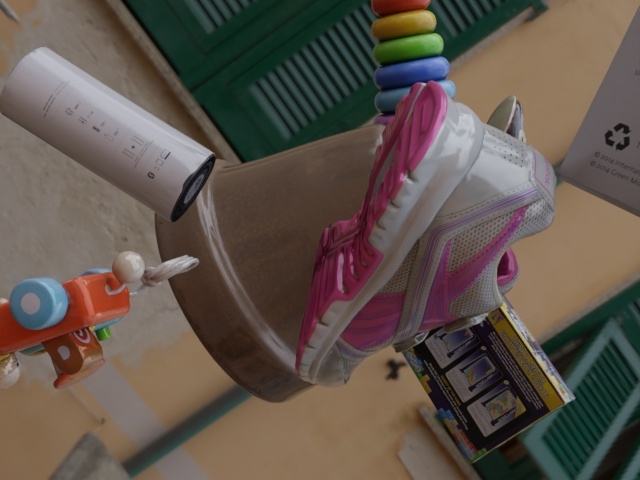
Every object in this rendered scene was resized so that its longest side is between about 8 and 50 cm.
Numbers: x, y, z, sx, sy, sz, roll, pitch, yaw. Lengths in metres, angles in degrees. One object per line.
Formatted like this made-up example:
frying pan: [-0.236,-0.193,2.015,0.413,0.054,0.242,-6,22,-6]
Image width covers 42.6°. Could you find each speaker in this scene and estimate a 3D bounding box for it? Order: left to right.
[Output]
speaker: [-0.141,-0.070,0.544,0.136,0.055,0.055,32,5,1]

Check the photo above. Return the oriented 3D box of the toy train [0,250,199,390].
toy train: [-0.113,0.043,0.376,0.166,0.125,0.046,-5,76,-81]

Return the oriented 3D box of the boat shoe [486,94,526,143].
boat shoe: [0.195,-0.092,0.859,0.043,0.137,0.049,26,-31,-15]

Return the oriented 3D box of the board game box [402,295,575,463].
board game box: [0.193,0.154,0.979,0.048,0.141,0.170,7,48,-59]

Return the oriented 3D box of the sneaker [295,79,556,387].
sneaker: [0.059,0.024,0.515,0.111,0.252,0.103,20,49,-10]

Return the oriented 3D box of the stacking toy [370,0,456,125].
stacking toy: [0.126,-0.291,1.218,0.141,0.141,0.330,-102,-179,-78]

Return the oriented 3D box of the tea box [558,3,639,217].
tea box: [0.406,-0.055,0.556,0.324,0.220,0.329,6,22,-48]

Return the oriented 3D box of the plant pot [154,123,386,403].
plant pot: [0.000,0.000,0.830,0.263,0.229,0.263,52,20,-27]
